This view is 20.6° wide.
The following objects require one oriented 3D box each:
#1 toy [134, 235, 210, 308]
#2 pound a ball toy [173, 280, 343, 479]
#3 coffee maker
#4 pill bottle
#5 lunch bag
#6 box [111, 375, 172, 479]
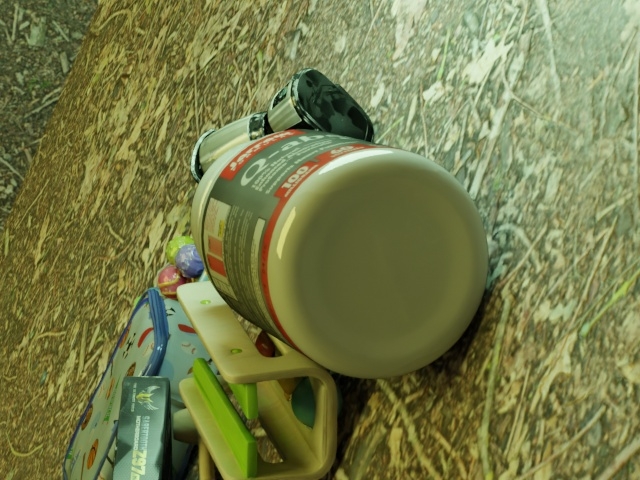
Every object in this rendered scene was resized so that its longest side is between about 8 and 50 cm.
[{"bbox_3d":[-0.189,0.043,2.350,0.237,0.056,0.137,-44,34,49],"label":"toy"},{"bbox_3d":[-0.069,0.173,1.875,0.319,0.135,0.208,-132,39,-67],"label":"pound a ball toy"},{"bbox_3d":[-0.028,-0.093,1.985,0.178,0.171,0.120,-28,49,35],"label":"coffee maker"},{"bbox_3d":[0.000,0.000,1.707,0.210,0.210,0.363,-69,21,0],"label":"pill bottle"},{"bbox_3d":[-0.234,0.225,2.214,0.303,0.115,0.243,-62,20,16],"label":"lunch bag"},{"bbox_3d":[-0.200,0.296,1.964,0.233,0.059,0.183,-90,3,-49],"label":"box"}]
